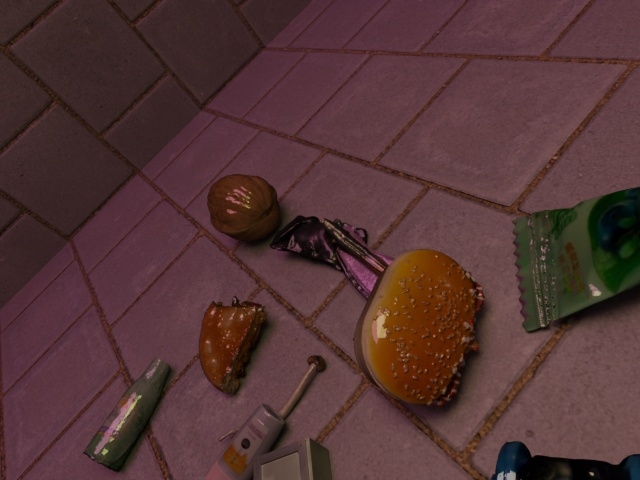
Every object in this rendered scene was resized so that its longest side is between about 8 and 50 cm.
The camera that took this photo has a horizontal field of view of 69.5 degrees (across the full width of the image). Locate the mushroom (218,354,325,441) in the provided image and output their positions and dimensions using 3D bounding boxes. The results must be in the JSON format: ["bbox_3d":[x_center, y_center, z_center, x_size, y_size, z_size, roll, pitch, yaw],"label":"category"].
[{"bbox_3d":[-0.103,0.377,1.047,0.306,0.043,0.068,-43,26,-1],"label":"mushroom"}]

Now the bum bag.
[{"bbox_3d":[0.000,0.000,1.281,0.310,0.074,0.137,16,63,31],"label":"bum bag"}]

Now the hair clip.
[{"bbox_3d":[0.118,0.059,1.107,0.110,0.096,0.358,-30,54,-27],"label":"hair clip"}]

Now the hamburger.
[{"bbox_3d":[0.188,0.157,0.872,0.151,0.227,0.295,-16,43,62],"label":"hamburger"}]

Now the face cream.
[{"bbox_3d":[-0.160,0.450,0.986,0.084,0.057,0.198,33,83,24],"label":"face cream"}]

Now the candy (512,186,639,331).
[{"bbox_3d":[0.523,-0.004,0.798,0.398,0.172,0.263,-24,36,39],"label":"candy"}]

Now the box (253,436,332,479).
[{"bbox_3d":[-0.046,0.500,0.843,0.129,0.086,0.225,-28,40,16],"label":"box"}]

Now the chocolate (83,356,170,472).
[{"bbox_3d":[-0.509,0.460,1.255,0.110,0.110,0.291,0,52,40],"label":"chocolate"}]

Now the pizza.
[{"bbox_3d":[-0.224,0.252,1.223,0.229,0.081,0.289,-42,39,9],"label":"pizza"}]

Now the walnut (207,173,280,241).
[{"bbox_3d":[-0.246,-0.106,1.471,0.261,0.225,0.225,20,68,43],"label":"walnut"}]

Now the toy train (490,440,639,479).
[{"bbox_3d":[0.293,0.385,0.503,0.188,0.300,0.265,-9,38,34],"label":"toy train"}]
